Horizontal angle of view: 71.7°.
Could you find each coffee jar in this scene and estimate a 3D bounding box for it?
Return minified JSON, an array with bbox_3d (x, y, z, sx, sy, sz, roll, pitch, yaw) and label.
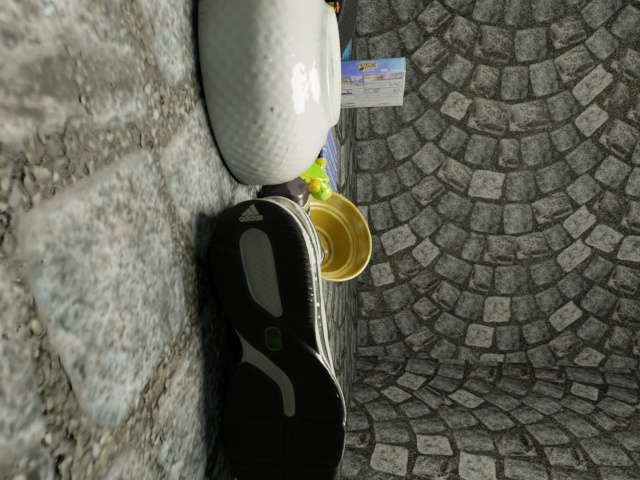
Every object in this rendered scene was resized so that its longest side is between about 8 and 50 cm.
[{"bbox_3d":[-0.056,-0.022,0.811,0.096,0.079,0.184,-74,162,-60],"label":"coffee jar"}]

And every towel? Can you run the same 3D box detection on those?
[{"bbox_3d":[0.019,-0.223,1.472,0.243,0.040,0.335,60,30,-70],"label":"towel"}]

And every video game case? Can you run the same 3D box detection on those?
[{"bbox_3d":[0.169,-0.569,1.618,0.244,0.270,0.061,47,43,-78],"label":"video game case"}]

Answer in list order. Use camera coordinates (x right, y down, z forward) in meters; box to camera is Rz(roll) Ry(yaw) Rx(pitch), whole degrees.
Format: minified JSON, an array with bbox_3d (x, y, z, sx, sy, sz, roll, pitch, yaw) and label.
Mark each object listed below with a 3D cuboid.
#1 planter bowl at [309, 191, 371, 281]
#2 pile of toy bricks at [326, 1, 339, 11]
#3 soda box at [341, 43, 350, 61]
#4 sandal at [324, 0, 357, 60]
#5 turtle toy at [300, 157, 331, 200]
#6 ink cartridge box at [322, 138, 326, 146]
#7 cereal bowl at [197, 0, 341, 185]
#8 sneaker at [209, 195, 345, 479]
[{"bbox_3d":[0.000,0.000,0.994,0.090,0.217,0.217,-37,-138,53],"label":"planter bowl"},{"bbox_3d":[-0.012,-0.502,0.977,0.118,0.105,0.212,75,18,-61],"label":"pile of toy bricks"},{"bbox_3d":[0.071,-0.751,1.619,0.067,0.071,0.209,-60,150,-73],"label":"soda box"},{"bbox_3d":[0.020,-0.607,1.270,0.167,0.107,0.445,78,28,-61],"label":"sandal"},{"bbox_3d":[-0.027,-0.132,0.937,0.066,0.130,0.095,-38,-151,43],"label":"turtle toy"},{"bbox_3d":[-0.011,-0.319,1.167,0.145,0.045,0.179,-53,164,-52],"label":"ink cartridge box"},{"bbox_3d":[-0.048,-0.251,0.652,0.339,0.141,0.338,0,90,-80],"label":"cereal bowl"},{"bbox_3d":[-0.033,0.148,0.674,0.257,0.169,0.446,-47,134,-75],"label":"sneaker"}]
